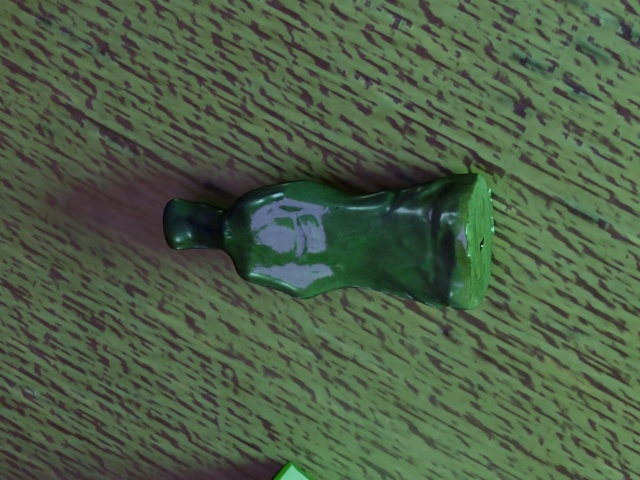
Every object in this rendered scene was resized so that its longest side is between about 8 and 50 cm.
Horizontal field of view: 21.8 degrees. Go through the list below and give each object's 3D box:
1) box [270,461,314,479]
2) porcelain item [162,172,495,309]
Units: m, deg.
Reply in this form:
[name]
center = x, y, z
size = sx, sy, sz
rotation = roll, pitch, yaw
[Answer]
[box]
center = -0.023, 0.284, 1.093
size = 0.177, 0.195, 0.148
rotation = 38, 117, 4
[porcelain item]
center = 0.000, 0.000, 1.059
size = 0.215, 0.069, 0.081
rotation = 2, 112, 19
